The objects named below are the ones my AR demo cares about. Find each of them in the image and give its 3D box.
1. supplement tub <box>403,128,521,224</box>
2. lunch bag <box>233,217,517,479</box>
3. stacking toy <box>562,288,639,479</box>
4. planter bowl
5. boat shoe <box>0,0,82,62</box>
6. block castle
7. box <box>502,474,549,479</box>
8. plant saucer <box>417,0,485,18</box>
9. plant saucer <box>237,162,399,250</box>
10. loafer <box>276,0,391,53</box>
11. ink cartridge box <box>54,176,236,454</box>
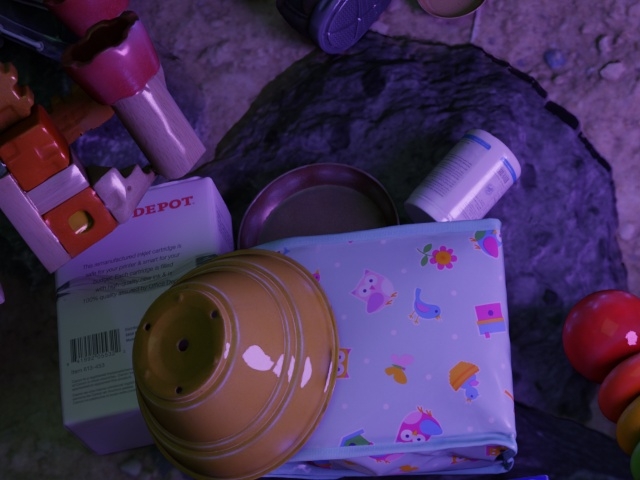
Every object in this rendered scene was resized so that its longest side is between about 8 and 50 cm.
[{"bbox_3d":[0.142,-0.053,1.508,0.071,0.071,0.107,38,77,27],"label":"supplement tub"},{"bbox_3d":[0.044,0.106,1.387,0.262,0.160,0.223,-5,74,6],"label":"lunch bag"},{"bbox_3d":[0.316,0.180,1.328,0.141,0.141,0.330,-28,54,-2],"label":"stacking toy"},{"bbox_3d":[-0.098,0.100,1.325,0.217,0.090,0.217,-11,69,30],"label":"planter bowl"},{"bbox_3d":[-0.386,-0.267,1.730,0.301,0.108,0.102,19,99,26],"label":"boat shoe"},{"bbox_3d":[-0.362,-0.094,1.491,0.453,0.213,0.303,-32,29,1],"label":"block castle"},{"bbox_3d":[0.152,0.288,1.332,0.126,0.072,0.137,-9,63,10],"label":"box"},{"bbox_3d":[0.146,-0.273,1.649,0.083,0.015,0.083,-6,62,11],"label":"plant saucer"},{"bbox_3d":[0.000,0.000,1.539,0.168,0.029,0.168,-6,63,12],"label":"plant saucer"},{"bbox_3d":[0.070,-0.341,1.654,0.095,0.109,0.302,36,79,30],"label":"loafer"},{"bbox_3d":[-0.167,0.074,1.500,0.172,0.100,0.237,-12,62,8],"label":"ink cartridge box"}]
